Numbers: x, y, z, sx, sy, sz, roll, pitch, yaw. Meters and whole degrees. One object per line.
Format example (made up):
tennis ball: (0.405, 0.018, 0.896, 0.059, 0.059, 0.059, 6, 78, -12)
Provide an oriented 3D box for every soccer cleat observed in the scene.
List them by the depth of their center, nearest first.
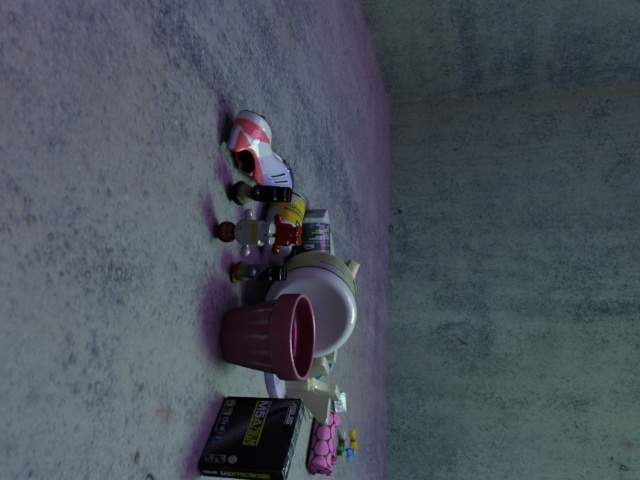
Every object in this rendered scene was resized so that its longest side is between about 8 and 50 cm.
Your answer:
soccer cleat: (-0.155, -0.190, 1.563, 0.116, 0.109, 0.318, -64, 156, -22)

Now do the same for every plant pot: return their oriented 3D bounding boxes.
plant pot: (-0.123, 0.223, 1.428, 0.201, 0.180, 0.201, -2, 90, -76)

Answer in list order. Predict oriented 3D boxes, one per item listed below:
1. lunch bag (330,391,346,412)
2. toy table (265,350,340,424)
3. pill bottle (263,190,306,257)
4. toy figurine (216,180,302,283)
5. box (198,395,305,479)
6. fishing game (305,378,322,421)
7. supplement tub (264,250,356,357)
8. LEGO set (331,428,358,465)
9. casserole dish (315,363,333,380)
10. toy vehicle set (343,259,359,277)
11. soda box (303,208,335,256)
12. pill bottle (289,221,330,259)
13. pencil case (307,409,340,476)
lunch bag: (0.053, 0.587, 2.243, 0.053, 0.083, 0.071, 12, 77, -75)
toy table: (-0.042, 0.396, 1.759, 0.274, 0.161, 0.252, 61, 30, -62)
pill bottle: (-0.103, -0.046, 1.698, 0.103, 0.103, 0.184, 72, 21, -46)
toy figurine: (-0.149, -0.018, 1.461, 0.213, 0.148, 0.209, 76, 24, -45)
box: (-0.142, 0.420, 1.319, 0.190, 0.184, 0.045, -70, 153, -53)
fishing game: (-0.020, 0.452, 2.069, 0.264, 0.041, 0.189, -75, 157, -55)
supplement tub: (-0.020, 0.158, 1.670, 0.325, 0.236, 0.235, -73, 159, -79)
LEGO set: (0.100, 0.786, 2.393, 0.227, 0.087, 0.093, -7, 95, -77)
casserole dish: (-0.019, 0.390, 2.000, 0.188, 0.037, 0.114, -25, 98, -60)
toy vehicle set: (0.027, 0.198, 1.945, 0.166, 0.035, 0.266, -31, -148, 58)
soda box: (0.000, 0.000, 2.143, 0.069, 0.074, 0.216, -68, 152, -57)
pill bottle: (-0.032, 0.068, 1.901, 0.130, 0.131, 0.245, 12, 76, -75)
pencil case: (0.015, 0.680, 2.077, 0.098, 0.095, 0.209, 37, 45, -25)
